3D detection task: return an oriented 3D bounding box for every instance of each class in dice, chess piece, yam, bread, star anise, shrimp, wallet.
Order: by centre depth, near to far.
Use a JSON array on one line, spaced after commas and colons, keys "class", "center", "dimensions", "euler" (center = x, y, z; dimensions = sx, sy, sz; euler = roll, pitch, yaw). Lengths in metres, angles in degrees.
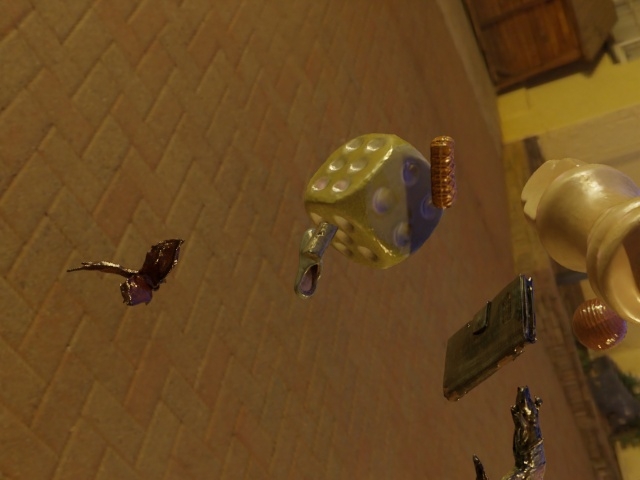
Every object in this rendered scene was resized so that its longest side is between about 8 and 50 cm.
[{"class": "chess piece", "center": [0.255, 0.015, 0.599], "dimensions": [0.397, 0.117, 0.117], "euler": [-114, -179, -70]}, {"class": "shrimp", "center": [0.293, 0.333, 1.218], "dimensions": [0.150, 0.051, 0.217], "euler": [-14, 108, -31]}, {"class": "star anise", "center": [-0.322, 0.042, 1.329], "dimensions": [0.144, 0.158, 0.140], "euler": [41, 62, 0]}, {"class": "yam", "center": [0.000, 0.000, 1.578], "dimensions": [0.094, 0.043, 0.043], "euler": [-61, 140, -26]}, {"class": "bread", "center": [0.251, -0.138, 1.615], "dimensions": [0.044, 0.052, 0.157], "euler": [-31, 125, -43]}, {"class": "wallet", "center": [0.355, 0.215, 1.690], "dimensions": [0.044, 0.317, 0.169], "euler": [19, 52, -13]}, {"class": "dice", "center": [0.126, -0.092, 1.825], "dimensions": [0.238, 0.227, 0.233], "euler": [-51, 120, -20]}]

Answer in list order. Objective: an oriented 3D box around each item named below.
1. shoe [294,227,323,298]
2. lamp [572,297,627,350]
[{"class": "shoe", "center": [-0.017, 0.063, 2.147], "dimensions": [0.079, 0.078, 0.195], "euler": [22, 77, -35]}, {"class": "lamp", "center": [0.705, 0.212, 1.990], "dimensions": [0.136, 0.136, 0.136], "euler": [-16, 90, -72]}]
